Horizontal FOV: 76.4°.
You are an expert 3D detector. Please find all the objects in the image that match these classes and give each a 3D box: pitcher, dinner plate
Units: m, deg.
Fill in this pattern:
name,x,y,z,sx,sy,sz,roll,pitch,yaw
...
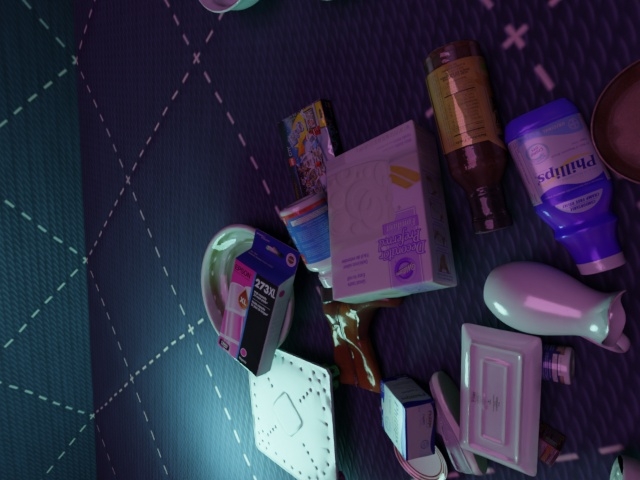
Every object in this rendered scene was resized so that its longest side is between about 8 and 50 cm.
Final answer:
name,x,y,z,sx,sy,sz,roll,pitch,yaw
pitcher,0.409,0.122,0.707,0.207,0.178,0.125,16,65,52
dinner plate,0.241,0.520,0.980,0.141,0.017,0.141,14,112,38

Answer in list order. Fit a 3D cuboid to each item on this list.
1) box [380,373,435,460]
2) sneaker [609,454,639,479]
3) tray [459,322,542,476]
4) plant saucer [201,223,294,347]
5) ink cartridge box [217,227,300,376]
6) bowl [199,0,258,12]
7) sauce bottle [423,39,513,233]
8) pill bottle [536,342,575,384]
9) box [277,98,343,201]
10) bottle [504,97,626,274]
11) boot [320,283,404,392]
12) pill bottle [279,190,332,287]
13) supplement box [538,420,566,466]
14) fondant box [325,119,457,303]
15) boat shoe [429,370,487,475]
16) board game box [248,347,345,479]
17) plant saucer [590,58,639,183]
name,x,y,z,sx,sy,sz,roll,pitch,yaw
box,0.195,0.396,0.926,0.137,0.072,0.126,-155,61,-73
sneaker,0.594,0.516,0.627,0.236,0.130,0.322,-1,93,31
tray,0.331,0.301,0.768,0.145,0.030,0.270,5,100,41
plant saucer,-0.207,0.146,1.236,0.400,0.100,0.400,5,98,38
ink cartridge box,-0.175,0.169,1.114,0.176,0.069,0.371,27,109,33
bowl,-0.201,-0.736,1.053,0.298,0.134,0.298,9,104,40
sauce bottle,0.282,-0.186,0.761,0.111,0.111,0.344,-13,92,41
pill bottle,0.402,0.223,0.761,0.120,0.067,0.067,0,98,40
box,-0.018,-0.221,1.051,0.159,0.044,0.233,-15,88,41
bottle,0.410,-0.086,0.674,0.118,0.092,0.283,-22,83,22
boot,0.112,0.241,0.994,0.264,0.096,0.280,-8,93,41
pill bottle,0.000,0.000,1.004,0.124,0.124,0.221,-17,103,41
supplement box,0.417,0.379,0.785,0.083,0.055,0.043,31,118,33
fondant box,0.134,-0.049,0.856,0.238,0.096,0.330,-18,68,41
boat shoe,0.280,0.402,0.889,0.081,0.079,0.227,-27,83,36
board game box,-0.081,0.506,1.205,0.390,0.050,0.390,4,101,47
plant saucer,0.513,-0.176,0.596,0.199,0.036,0.198,2,94,29
